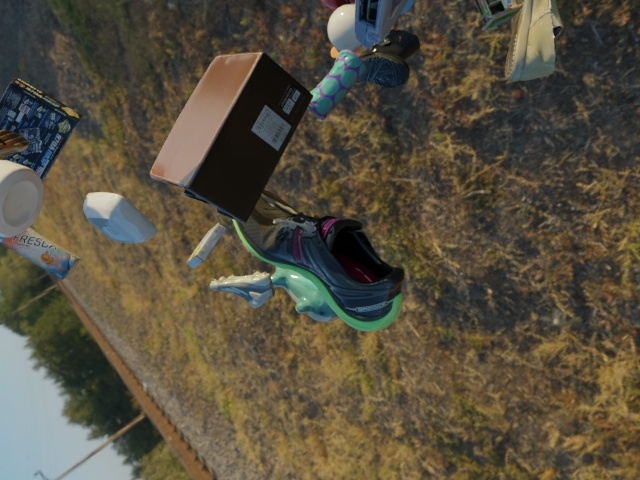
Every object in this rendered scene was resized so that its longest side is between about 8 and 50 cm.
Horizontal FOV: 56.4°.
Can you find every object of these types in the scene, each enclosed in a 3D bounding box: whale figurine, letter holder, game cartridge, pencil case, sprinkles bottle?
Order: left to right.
[{"bbox_3d":[-0.649,-0.113,0.998,0.356,0.121,0.121,18,145,11],"label":"sprinkles bottle"},{"bbox_3d":[-0.192,-0.217,1.236,0.152,0.301,0.214,33,171,-39],"label":"letter holder"},{"bbox_3d":[-0.026,0.143,1.923,0.272,0.216,0.141,27,131,3],"label":"whale figurine"},{"bbox_3d":[0.027,-0.334,1.283,0.070,0.151,0.064,41,-174,7],"label":"pencil case"},{"bbox_3d":[0.119,-0.445,0.883,0.060,0.196,0.294,32,167,9],"label":"game cartridge"}]

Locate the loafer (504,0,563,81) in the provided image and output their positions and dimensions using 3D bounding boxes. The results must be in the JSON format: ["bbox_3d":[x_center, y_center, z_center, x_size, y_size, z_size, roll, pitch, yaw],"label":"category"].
[{"bbox_3d":[0.429,-0.430,1.177,0.092,0.268,0.102,13,171,2],"label":"loafer"}]

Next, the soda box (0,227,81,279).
[{"bbox_3d":[-0.663,0.019,1.403,0.183,0.058,0.063,33,176,-9],"label":"soda box"}]

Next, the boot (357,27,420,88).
[{"bbox_3d":[0.211,-0.520,1.679,0.247,0.207,0.094,22,144,51],"label":"boot"}]

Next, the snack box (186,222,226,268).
[{"bbox_3d":[-0.371,0.017,1.939,0.037,0.141,0.100,40,149,-15],"label":"snack box"}]

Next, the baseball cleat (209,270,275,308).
[{"bbox_3d":[-0.227,0.148,1.723,0.206,0.072,0.109,-9,102,30],"label":"baseball cleat"}]

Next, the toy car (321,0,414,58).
[{"bbox_3d":[0.065,-0.517,1.380,0.210,0.219,0.237,19,94,44],"label":"toy car"}]

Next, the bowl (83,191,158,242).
[{"bbox_3d":[-0.446,-0.042,1.315,0.142,0.053,0.142,3,147,36],"label":"bowl"}]

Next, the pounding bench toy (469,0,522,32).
[{"bbox_3d":[0.278,-0.384,0.975,0.083,0.052,0.065,146,101,-85],"label":"pounding bench toy"}]

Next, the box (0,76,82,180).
[{"bbox_3d":[-0.739,-0.274,1.514,0.175,0.220,0.051,31,-156,-23],"label":"box"}]

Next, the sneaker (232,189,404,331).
[{"bbox_3d":[0.000,0.000,1.370,0.483,0.185,0.202,34,131,16],"label":"sneaker"}]

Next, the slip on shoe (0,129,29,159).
[{"bbox_3d":[-0.626,-0.181,1.170,0.051,0.041,0.135,43,-163,-11],"label":"slip on shoe"}]
